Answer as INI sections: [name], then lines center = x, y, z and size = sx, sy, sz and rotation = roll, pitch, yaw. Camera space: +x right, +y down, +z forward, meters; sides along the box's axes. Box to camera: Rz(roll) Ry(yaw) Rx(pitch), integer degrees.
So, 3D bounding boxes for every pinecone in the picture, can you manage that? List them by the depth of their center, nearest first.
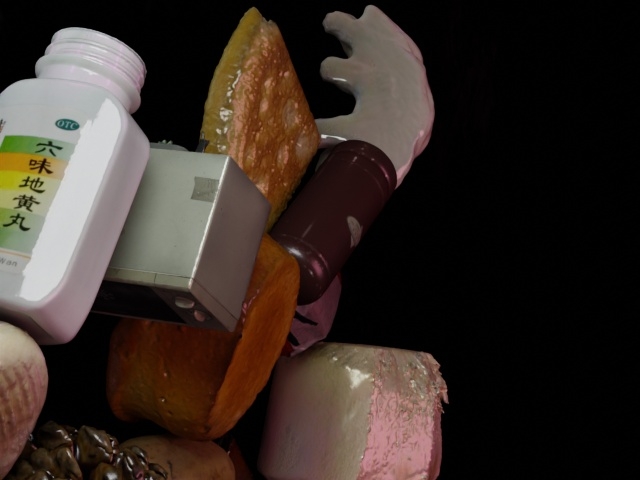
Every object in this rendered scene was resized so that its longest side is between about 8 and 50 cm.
[pinecone]
center = -0.269, 0.319, 1.583
size = 0.257, 0.243, 0.243
rotation = 61, 42, -55

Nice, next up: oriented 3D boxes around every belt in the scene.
[belt]
center = -0.046, 0.062, 2.188
size = 0.124, 0.128, 0.201
rotation = 69, 28, -46

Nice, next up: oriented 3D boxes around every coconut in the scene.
[coconut]
center = 0.053, 0.316, 2.303
size = 0.297, 0.297, 0.309
rotation = 14, 80, -67

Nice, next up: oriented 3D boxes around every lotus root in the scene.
[lotus root]
center = -0.195, 0.329, 1.895
size = 0.160, 0.146, 0.284
rotation = -64, 160, 3

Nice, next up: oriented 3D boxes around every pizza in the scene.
[pizza]
center = -0.110, -0.144, 2.040
size = 0.258, 0.087, 0.268
rotation = -61, 148, -34

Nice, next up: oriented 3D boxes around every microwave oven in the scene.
[microwave oven]
center = -0.201, -0.013, 1.657
size = 0.145, 0.240, 0.194
rotation = 55, 46, -57

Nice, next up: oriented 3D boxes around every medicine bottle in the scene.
[medicine bottle]
center = -0.283, -0.060, 1.527
size = 0.124, 0.179, 0.324
rotation = 58, 45, -53

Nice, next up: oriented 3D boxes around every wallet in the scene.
[wallet]
center = -0.128, 0.418, 2.220
size = 0.255, 0.031, 0.137
rotation = 71, 33, -46

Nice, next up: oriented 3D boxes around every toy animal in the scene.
[toy animal]
center = 0.067, -0.201, 2.375
size = 0.308, 0.266, 0.188
rotation = 58, -3, 17

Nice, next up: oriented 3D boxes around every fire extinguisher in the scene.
[fire extinguisher]
center = 0.000, 0.000, 2.096
size = 0.135, 0.114, 0.337
rotation = 43, 48, -6

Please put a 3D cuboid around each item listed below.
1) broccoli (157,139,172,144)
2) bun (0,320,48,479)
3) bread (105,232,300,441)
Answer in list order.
[broccoli]
center = -0.189, -0.061, 1.856
size = 0.122, 0.118, 0.204
rotation = 67, 18, 6
[bun]
center = -0.376, 0.175, 1.438
size = 0.237, 0.116, 0.210
rotation = -41, 152, -19
[bread]
center = -0.145, 0.110, 1.866
size = 0.312, 0.172, 0.312
rotation = -57, 166, -23
